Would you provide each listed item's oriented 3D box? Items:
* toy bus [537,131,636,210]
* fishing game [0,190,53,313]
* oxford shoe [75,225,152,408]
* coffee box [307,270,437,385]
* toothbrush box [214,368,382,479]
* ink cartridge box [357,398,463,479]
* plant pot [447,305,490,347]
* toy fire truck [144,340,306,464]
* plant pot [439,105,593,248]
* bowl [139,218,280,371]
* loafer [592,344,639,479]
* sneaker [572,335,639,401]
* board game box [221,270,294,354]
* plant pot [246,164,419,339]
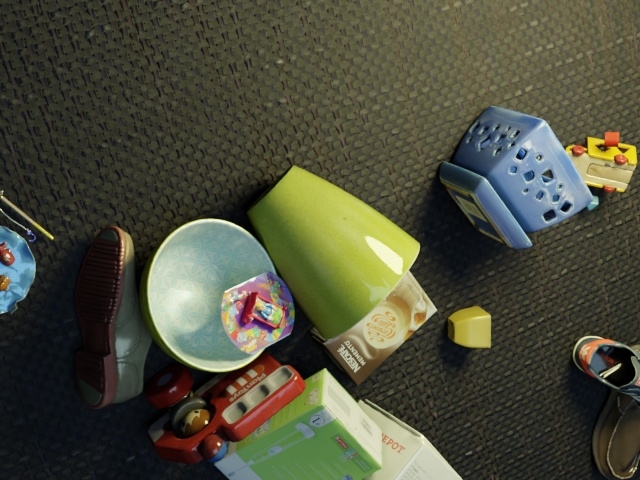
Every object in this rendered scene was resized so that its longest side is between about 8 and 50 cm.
[{"bbox_3d":[0.644,-0.192,2.058,0.202,0.191,0.104,48,37,-25],"label":"toy bus"},{"bbox_3d":[-0.618,0.056,1.586,0.264,0.041,0.189,-45,112,-9],"label":"fishing game"},{"bbox_3d":[-0.392,0.144,1.683,0.130,0.123,0.348,-1,101,-51],"label":"oxford shoe"},{"bbox_3d":[0.114,0.177,1.901,0.246,0.098,0.141,-43,113,-11],"label":"coffee box"},{"bbox_3d":[-0.043,0.428,1.797,0.283,0.122,0.206,-34,112,18],"label":"toothbrush box"},{"bbox_3d":[0.076,0.566,1.853,0.385,0.279,0.160,-48,115,-11],"label":"ink cartridge box"},{"bbox_3d":[0.342,0.205,2.022,0.083,0.081,0.081,-4,102,-11],"label":"plant pot"},{"bbox_3d":[-0.196,0.325,1.707,0.302,0.254,0.169,-36,112,-14],"label":"toy fire truck"},{"bbox_3d":[0.412,-0.130,1.906,0.212,0.236,0.236,-43,114,-3],"label":"plant pot"},{"bbox_3d":[-0.238,0.113,1.683,0.289,0.156,0.290,9,76,-36],"label":"bowl"},{"bbox_3d":[0.812,0.458,2.250,0.133,0.130,0.366,8,97,-25],"label":"loafer"},{"bbox_3d":[0.795,0.339,2.125,0.350,0.148,0.131,18,91,8],"label":"sneaker"},{"bbox_3d":[-0.109,0.137,1.658,0.168,0.033,0.133,-24,97,-37],"label":"board game box"},{"bbox_3d":[0.000,0.000,1.746,0.293,0.275,0.275,45,81,-9],"label":"plant pot"}]
